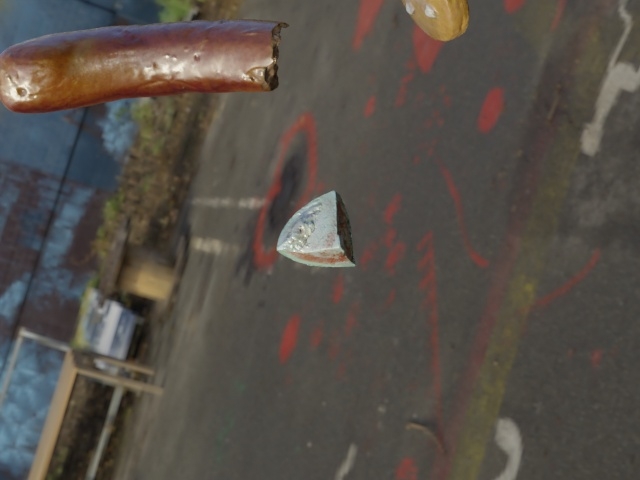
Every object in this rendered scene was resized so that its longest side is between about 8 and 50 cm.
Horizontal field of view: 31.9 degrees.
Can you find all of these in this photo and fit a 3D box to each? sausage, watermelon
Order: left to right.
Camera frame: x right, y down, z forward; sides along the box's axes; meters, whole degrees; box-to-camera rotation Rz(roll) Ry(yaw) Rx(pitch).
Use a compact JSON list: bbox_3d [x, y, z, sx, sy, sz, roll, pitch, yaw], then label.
[{"bbox_3d":[-0.178,-0.180,1.135,0.103,0.302,0.076,-85,-10,-71],"label":"sausage"},{"bbox_3d":[0.000,0.000,1.107,0.061,0.085,0.085,26,97,64],"label":"watermelon"}]

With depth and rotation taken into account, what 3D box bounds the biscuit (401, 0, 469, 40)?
[{"bbox_3d":[0.085,-0.375,1.297,0.047,0.340,0.216,-34,35,-14],"label":"biscuit"}]
